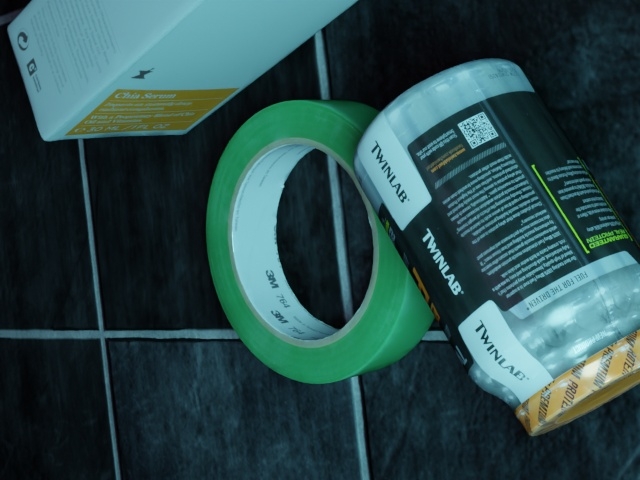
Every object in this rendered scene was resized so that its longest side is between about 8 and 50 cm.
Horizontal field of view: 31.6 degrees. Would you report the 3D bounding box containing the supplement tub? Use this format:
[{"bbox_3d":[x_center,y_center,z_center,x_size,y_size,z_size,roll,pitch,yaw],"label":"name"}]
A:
[{"bbox_3d":[0.179,0.007,1.046,0.193,0.193,0.316,-45,65,38],"label":"supplement tub"}]

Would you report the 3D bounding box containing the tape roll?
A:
[{"bbox_3d":[0.000,0.000,1.297,0.321,0.077,0.321,8,101,42],"label":"tape roll"}]

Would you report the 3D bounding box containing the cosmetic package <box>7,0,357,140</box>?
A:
[{"bbox_3d":[-0.137,-0.281,1.287,0.453,0.230,0.161,-31,75,42],"label":"cosmetic package"}]
